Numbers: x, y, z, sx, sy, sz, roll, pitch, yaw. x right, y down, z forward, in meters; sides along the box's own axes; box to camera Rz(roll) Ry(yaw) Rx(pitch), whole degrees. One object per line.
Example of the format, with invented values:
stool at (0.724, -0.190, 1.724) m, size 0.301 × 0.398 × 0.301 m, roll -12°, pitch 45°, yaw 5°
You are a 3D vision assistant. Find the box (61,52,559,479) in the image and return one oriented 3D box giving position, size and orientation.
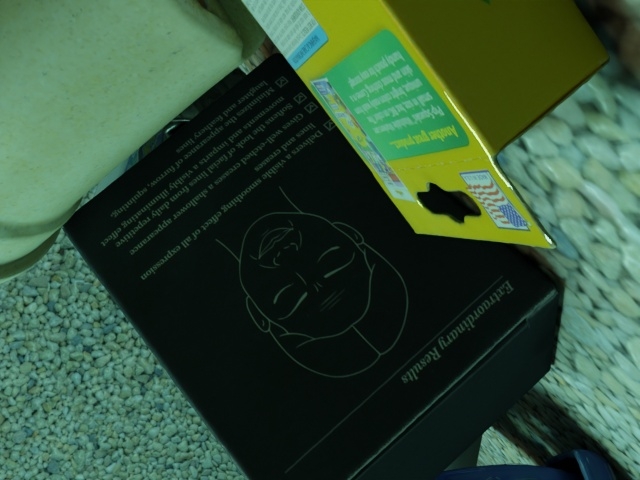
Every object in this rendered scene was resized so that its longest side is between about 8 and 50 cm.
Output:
box at (-0.011, 0.057, 0.776) m, size 0.395 × 0.293 × 0.212 m, roll 46°, pitch 171°, yaw 30°

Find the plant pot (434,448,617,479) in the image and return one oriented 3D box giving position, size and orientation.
plant pot at (0.250, 0.372, 0.904) m, size 0.236 × 0.212 × 0.236 m, roll 74°, pitch 180°, yaw -69°

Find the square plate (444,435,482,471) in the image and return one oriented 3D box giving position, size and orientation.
square plate at (0.140, 0.268, 1.149) m, size 0.347 × 0.049 × 0.344 m, roll 53°, pitch -146°, yaw -16°

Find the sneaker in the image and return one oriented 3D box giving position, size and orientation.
sneaker at (-0.182, -0.204, 1.087) m, size 0.286 × 0.130 × 0.109 m, roll 45°, pitch 171°, yaw 38°

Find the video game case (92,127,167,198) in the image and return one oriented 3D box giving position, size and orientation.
video game case at (-0.287, -0.150, 1.328) m, size 0.036 × 0.329 × 0.300 m, roll 14°, pitch 166°, yaw 5°

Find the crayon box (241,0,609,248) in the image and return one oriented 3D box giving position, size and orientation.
crayon box at (0.021, -0.149, 0.433) m, size 0.323 × 0.083 × 0.203 m, roll 52°, pitch 172°, yaw -10°

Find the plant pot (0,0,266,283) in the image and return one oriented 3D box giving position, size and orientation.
plant pot at (-0.224, -0.175, 0.607) m, size 0.334 × 0.305 × 0.334 m, roll 50°, pitch -155°, yaw -33°

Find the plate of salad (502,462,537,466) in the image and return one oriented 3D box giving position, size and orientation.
plate of salad at (0.322, 0.395, 1.124) m, size 0.199 × 0.048 × 0.200 m, roll 17°, pitch 129°, yaw 23°
